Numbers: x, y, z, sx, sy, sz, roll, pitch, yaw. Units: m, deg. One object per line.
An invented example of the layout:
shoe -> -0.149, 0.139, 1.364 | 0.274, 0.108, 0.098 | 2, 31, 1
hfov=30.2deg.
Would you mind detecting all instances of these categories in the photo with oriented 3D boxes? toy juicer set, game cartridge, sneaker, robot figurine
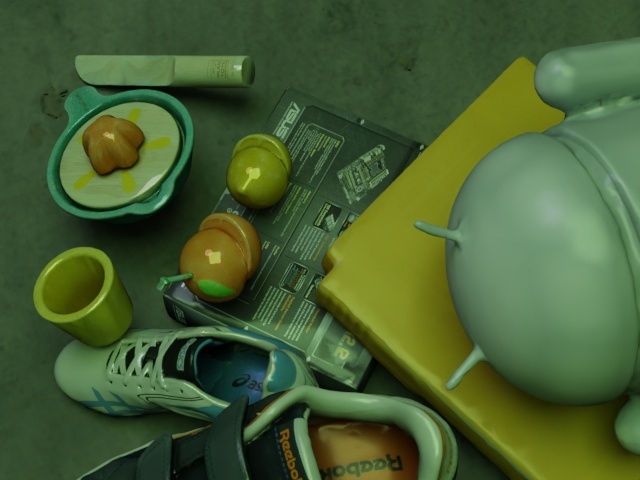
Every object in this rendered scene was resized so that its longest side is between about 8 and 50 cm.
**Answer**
toy juicer set -> -0.132, -0.079, 1.001 | 0.209, 0.089, 0.329 | -14, 53, 12
game cartridge -> 0.194, 0.045, 0.971 | 0.324, 0.052, 0.285 | 42, 71, 10
sneaker -> -0.059, 0.177, 0.834 | 0.321, 0.127, 0.126 | -17, 69, -5
robot figurine -> 0.241, -0.001, 0.858 | 0.353, 0.200, 0.300 | -16, 93, -12
sneaker -> -0.116, 0.100, 0.951 | 0.237, 0.086, 0.085 | 2, 57, 24

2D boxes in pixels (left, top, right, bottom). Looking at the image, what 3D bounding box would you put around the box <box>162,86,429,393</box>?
box -> 0.000, 0.000, 1.026 | 0.183, 0.056, 0.231 | 24, 69, 10
